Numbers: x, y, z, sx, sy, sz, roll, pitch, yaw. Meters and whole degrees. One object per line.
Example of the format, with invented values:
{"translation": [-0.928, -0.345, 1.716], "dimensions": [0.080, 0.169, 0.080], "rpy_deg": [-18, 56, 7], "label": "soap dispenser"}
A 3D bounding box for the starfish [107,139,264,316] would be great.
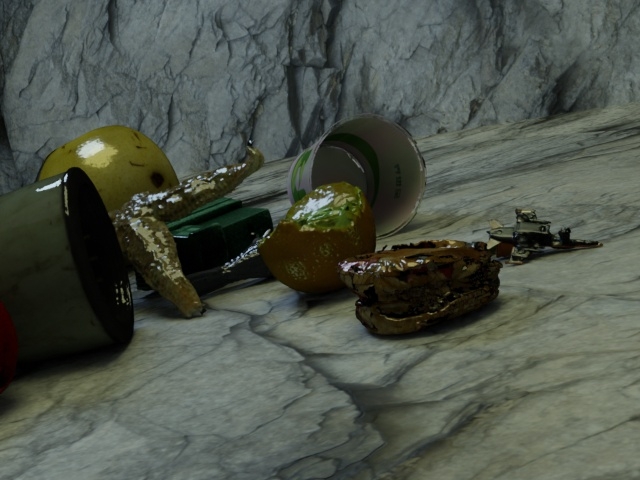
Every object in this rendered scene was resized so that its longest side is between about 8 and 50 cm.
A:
{"translation": [-0.303, 0.006, 1.892], "dimensions": [0.432, 0.082, 0.324], "rpy_deg": [-13, 49, 24], "label": "starfish"}

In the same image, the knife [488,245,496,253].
{"translation": [0.257, 0.023, 1.761], "dimensions": [0.184, 0.022, 0.026], "rpy_deg": [-19, 39, -32], "label": "knife"}

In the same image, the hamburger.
{"translation": [0.139, 0.058, 1.497], "dimensions": [0.231, 0.106, 0.231], "rpy_deg": [-12, 6, 1], "label": "hamburger"}

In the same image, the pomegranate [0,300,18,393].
{"translation": [-0.536, 0.154, 1.474], "dimensions": [0.235, 0.210, 0.210], "rpy_deg": [-34, -2, 32], "label": "pomegranate"}

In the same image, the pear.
{"translation": [-0.485, -0.095, 2.426], "dimensions": [0.348, 0.348, 0.348], "rpy_deg": [-12, 11, 2], "label": "pear"}

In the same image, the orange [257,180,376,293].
{"translation": [0.001, 0.006, 1.760], "dimensions": [0.179, 0.158, 0.237], "rpy_deg": [-15, 13, 16], "label": "orange"}

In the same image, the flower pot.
{"translation": [-0.495, 0.070, 1.685], "dimensions": [0.330, 0.293, 0.293], "rpy_deg": [-18, 11, 0], "label": "flower pot"}

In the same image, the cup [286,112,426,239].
{"translation": [0.058, -0.125, 2.213], "dimensions": [0.253, 0.253, 0.274], "rpy_deg": [-15, 4, -17], "label": "cup"}

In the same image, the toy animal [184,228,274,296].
{"translation": [-0.102, 0.028, 1.972], "dimensions": [0.367, 0.081, 0.206], "rpy_deg": [-17, 9, -5], "label": "toy animal"}

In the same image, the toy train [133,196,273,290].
{"translation": [-0.224, 0.007, 2.097], "dimensions": [0.178, 0.138, 0.330], "rpy_deg": [3, 17, 33], "label": "toy train"}

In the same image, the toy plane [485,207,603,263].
{"translation": [0.357, -0.008, 1.705], "dimensions": [0.188, 0.062, 0.135], "rpy_deg": [-3, 42, 27], "label": "toy plane"}
